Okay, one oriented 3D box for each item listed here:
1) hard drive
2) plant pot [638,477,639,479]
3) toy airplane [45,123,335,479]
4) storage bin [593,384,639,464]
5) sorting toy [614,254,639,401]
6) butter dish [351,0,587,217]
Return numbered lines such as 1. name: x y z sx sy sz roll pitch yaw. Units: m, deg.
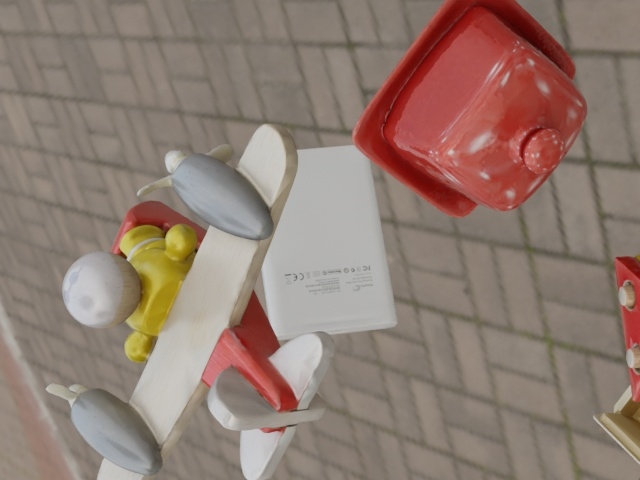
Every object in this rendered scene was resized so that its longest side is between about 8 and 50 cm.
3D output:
1. hard drive: 0.000 0.000 2.096 0.040 0.203 0.307 113 149 -69
2. plant pot: 0.618 0.481 2.191 0.230 0.215 0.215 -99 -3 -65
3. toy airplane: -0.156 0.092 1.457 0.384 0.272 0.386 -23 58 54
4. storage bin: 0.492 0.180 1.501 0.262 0.123 0.260 -57 45 14
5. sorting toy: 0.279 0.055 0.865 0.257 0.089 0.255 98 165 -49
6. butter dish: 0.134 -0.086 0.958 0.160 0.160 0.118 32 -173 -42
